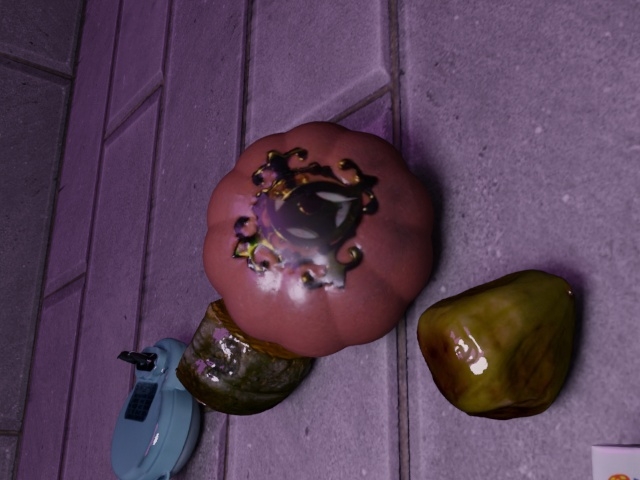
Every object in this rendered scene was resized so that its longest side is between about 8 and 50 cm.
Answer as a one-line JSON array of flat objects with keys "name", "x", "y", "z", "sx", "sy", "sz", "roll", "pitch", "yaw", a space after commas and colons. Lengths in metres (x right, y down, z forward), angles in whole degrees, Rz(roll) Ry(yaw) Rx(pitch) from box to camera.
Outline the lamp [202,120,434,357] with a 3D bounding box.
[{"name": "lamp", "x": 0.000, "y": 0.000, "z": 0.888, "sx": 0.305, "sy": 0.239, "sz": 0.305, "roll": -2, "pitch": 76, "yaw": 9}]

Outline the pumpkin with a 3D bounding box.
[{"name": "pumpkin", "x": -0.133, "y": 0.138, "z": 1.061, "sx": 0.139, "sy": 0.190, "sz": 0.280, "roll": -60, "pitch": 37, "yaw": 23}]

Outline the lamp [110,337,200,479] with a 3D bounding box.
[{"name": "lamp", "x": -0.307, "y": 0.326, "z": 1.269, "sx": 0.209, "sy": 0.147, "sz": 0.284, "roll": -10, "pitch": 78, "yaw": 50}]

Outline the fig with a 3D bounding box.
[{"name": "fig", "x": 0.183, "y": 0.099, "z": 0.686, "sx": 0.154, "sy": 0.144, "sz": 0.166, "roll": 38, "pitch": 89, "yaw": 18}]

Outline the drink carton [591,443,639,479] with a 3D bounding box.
[{"name": "drink carton", "x": 0.346, "y": 0.204, "z": 0.448, "sx": 0.315, "sy": 0.106, "sz": 0.131, "roll": -17, "pitch": 63, "yaw": 51}]
